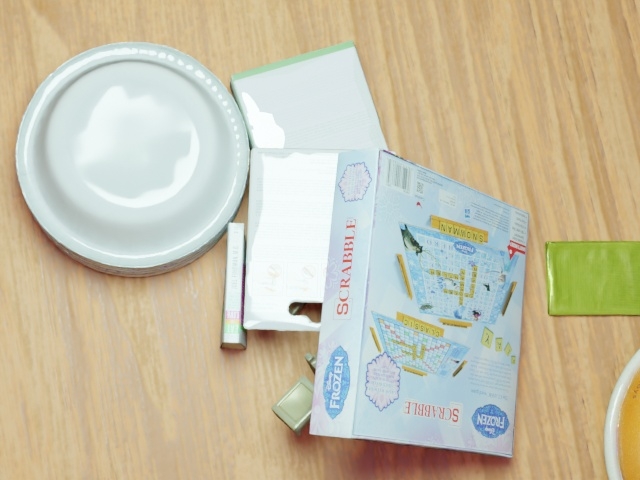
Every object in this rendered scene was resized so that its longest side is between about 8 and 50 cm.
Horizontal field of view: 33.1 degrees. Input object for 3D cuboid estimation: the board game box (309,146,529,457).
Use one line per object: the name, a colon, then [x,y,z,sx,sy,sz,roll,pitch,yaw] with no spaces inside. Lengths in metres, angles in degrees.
board game box: [0.129,0.085,1.272,0.318,0.066,0.318,18,74,-45]

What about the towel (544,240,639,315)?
towel: [0.417,0.050,1.431,0.237,0.021,0.102,0,79,-7]

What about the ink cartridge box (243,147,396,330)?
ink cartridge box: [0.000,0.000,1.315,0.181,0.056,0.225,2,84,1]

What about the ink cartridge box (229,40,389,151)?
ink cartridge box: [-0.003,-0.124,1.394,0.171,0.056,0.235,-17,86,-9]

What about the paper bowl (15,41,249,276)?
paper bowl: [-0.227,-0.103,1.317,0.284,0.148,0.284,2,79,-8]

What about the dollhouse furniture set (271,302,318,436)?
dollhouse furniture set: [-0.013,0.135,1.346,0.182,0.101,0.161,-44,63,-12]

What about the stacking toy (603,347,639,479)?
stacking toy: [0.552,0.233,1.181,0.350,0.480,0.351,1,80,-6]

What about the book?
book: [-0.105,0.058,1.327,0.035,0.096,0.144,2,79,-4]
